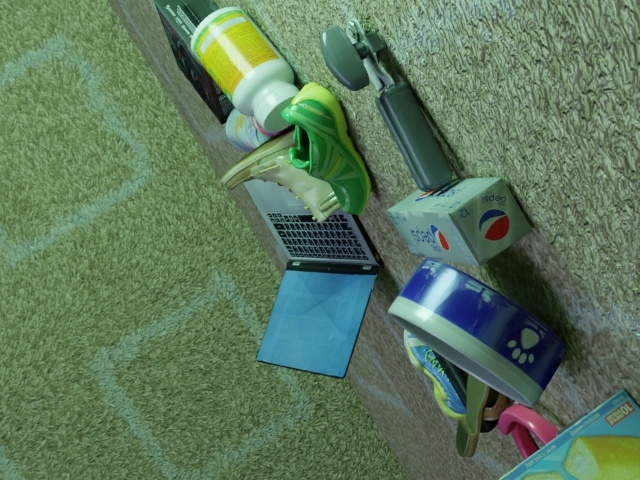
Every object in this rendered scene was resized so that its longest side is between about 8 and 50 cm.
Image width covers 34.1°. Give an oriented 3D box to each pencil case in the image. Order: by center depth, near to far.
[{"bbox_3d":[-0.126,-0.245,2.326,0.124,0.113,0.273,16,-177,-19],"label":"pencil case"}]

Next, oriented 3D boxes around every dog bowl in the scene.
[{"bbox_3d":[0.240,0.141,1.603,0.265,0.104,0.265,33,174,4],"label":"dog bowl"}]

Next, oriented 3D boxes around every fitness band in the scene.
[{"bbox_3d":[0.419,0.398,1.953,0.209,0.054,0.291,53,170,20],"label":"fitness band"}]

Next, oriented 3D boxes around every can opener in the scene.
[{"bbox_3d":[0.091,-0.194,1.542,0.283,0.095,0.076,63,170,0],"label":"can opener"}]

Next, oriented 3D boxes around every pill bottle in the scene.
[{"bbox_3d":[-0.138,-0.333,2.059,0.245,0.136,0.136,52,169,22],"label":"pill bottle"}]

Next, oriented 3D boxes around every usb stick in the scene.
[{"bbox_3d":[0.286,0.263,2.103,0.045,0.077,0.278,-13,112,52],"label":"usb stick"}]

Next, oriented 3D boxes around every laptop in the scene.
[{"bbox_3d":[-0.068,0.069,2.413,0.382,0.236,0.408,1,125,55],"label":"laptop"}]

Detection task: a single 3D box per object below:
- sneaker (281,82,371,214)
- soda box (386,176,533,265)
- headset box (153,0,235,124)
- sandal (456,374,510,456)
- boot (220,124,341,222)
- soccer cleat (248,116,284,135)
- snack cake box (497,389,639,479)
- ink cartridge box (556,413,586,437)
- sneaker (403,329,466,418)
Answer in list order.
[{"bbox_3d":[0.004,-0.161,1.968,0.109,0.123,0.295,43,164,51],"label":"sneaker"},{"bbox_3d":[0.198,-0.031,1.543,0.091,0.098,0.286,58,169,-9],"label":"soda box"},{"bbox_3d":[-0.261,-0.438,2.377,0.218,0.110,0.293,53,169,23],"label":"headset box"},{"bbox_3d":[0.331,0.322,2.049,0.088,0.079,0.240,-113,30,-60],"label":"sandal"},{"bbox_3d":[-0.062,-0.116,2.161,0.203,0.262,0.095,56,-152,-12],"label":"boot"},{"bbox_3d":[-0.133,-0.313,2.166,0.095,0.083,0.248,58,-173,-48],"label":"soccer cleat"},{"bbox_3d":[0.367,0.351,1.456,0.152,0.264,0.089,51,168,26],"label":"snack cake box"},{"bbox_3d":[0.453,0.381,1.715,0.104,0.062,0.181,47,166,44],"label":"ink cartridge box"},{"bbox_3d":[0.273,0.267,2.201,0.240,0.091,0.126,58,152,-9],"label":"sneaker"}]
